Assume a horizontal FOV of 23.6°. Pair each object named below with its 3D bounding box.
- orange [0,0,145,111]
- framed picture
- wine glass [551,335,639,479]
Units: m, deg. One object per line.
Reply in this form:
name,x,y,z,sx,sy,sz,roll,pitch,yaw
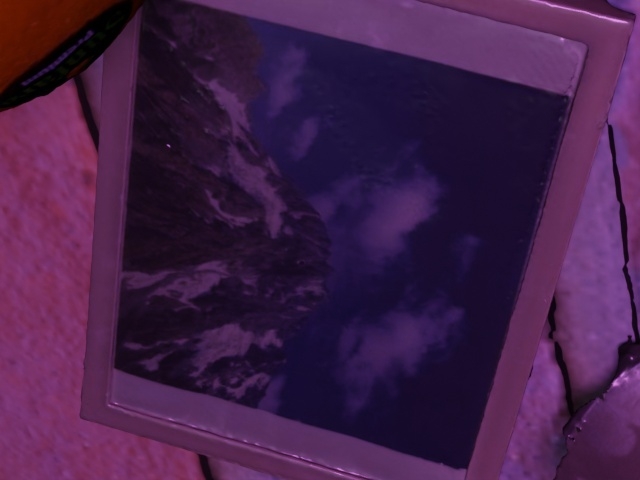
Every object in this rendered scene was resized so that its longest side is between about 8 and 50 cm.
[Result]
orange,-0.137,-0.133,0.499,0.206,0.206,0.206,9,126,13
framed picture,0.000,0.000,0.651,0.209,0.019,0.281,14,127,9
wine glass,0.207,0.156,0.620,0.156,0.156,0.232,-21,119,30
